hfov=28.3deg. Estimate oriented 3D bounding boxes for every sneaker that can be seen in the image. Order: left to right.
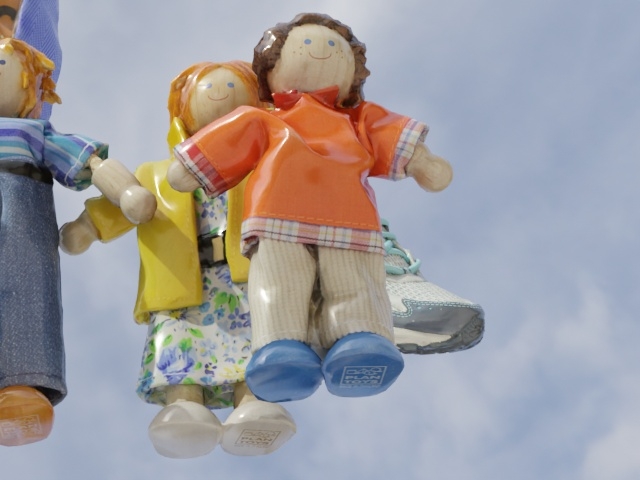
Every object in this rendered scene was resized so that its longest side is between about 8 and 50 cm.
[{"bbox_3d":[0.000,0.000,0.935,0.110,0.283,0.122,9,-80,-57],"label":"sneaker"}]

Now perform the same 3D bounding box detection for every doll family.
[{"bbox_3d":[-0.089,-0.008,0.453,0.263,0.163,0.118,0,-30,-6],"label":"doll family"}]

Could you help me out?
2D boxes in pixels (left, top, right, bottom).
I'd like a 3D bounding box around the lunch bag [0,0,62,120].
[{"bbox_3d":[-0.323,-0.054,0.696,0.386,0.327,0.239,-16,-43,16],"label":"lunch bag"}]
